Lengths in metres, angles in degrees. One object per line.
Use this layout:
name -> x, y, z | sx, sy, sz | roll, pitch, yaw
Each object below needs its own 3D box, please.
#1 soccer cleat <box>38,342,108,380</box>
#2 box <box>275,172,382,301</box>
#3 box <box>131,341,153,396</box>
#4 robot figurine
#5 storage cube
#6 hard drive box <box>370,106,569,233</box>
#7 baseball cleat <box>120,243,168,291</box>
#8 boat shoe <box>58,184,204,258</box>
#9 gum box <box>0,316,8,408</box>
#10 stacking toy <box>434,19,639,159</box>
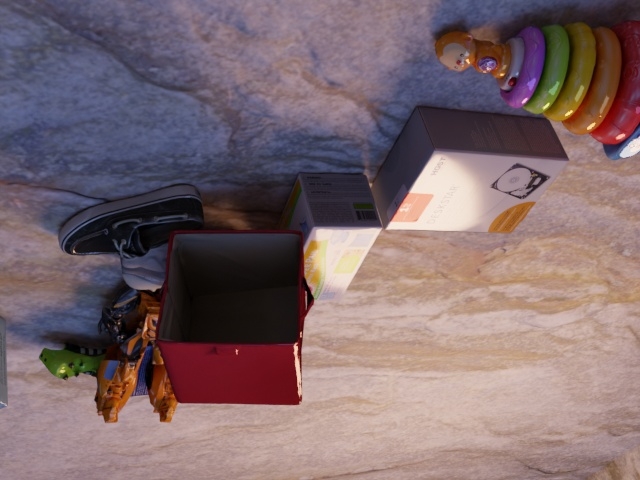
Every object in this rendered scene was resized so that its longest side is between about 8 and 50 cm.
soccer cleat -> -0.413, 0.207, 1.537 | 0.060, 0.072, 0.179 | -61, 154, 9
box -> 0.000, 0.000, 1.353 | 0.114, 0.103, 0.203 | 0, 144, -21
box -> -0.275, 0.226, 1.605 | 0.225, 0.036, 0.136 | -1, 130, -25
robot figurine -> -0.278, 0.186, 1.484 | 0.211, 0.085, 0.291 | 5, 127, -28
storage cube -> -0.115, 0.113, 1.245 | 0.214, 0.184, 0.193 | 1, 145, 1
hard drive box -> 0.219, -0.099, 1.311 | 0.232, 0.089, 0.181 | 1, 142, -23
baseball cleat -> -0.202, 0.026, 1.343 | 0.205, 0.072, 0.109 | -11, 140, -13
boat shoe -> -0.273, -0.014, 1.254 | 0.219, 0.070, 0.078 | -19, 146, 6
gum box -> -0.545, 0.156, 1.317 | 0.041, 0.157, 0.184 | -21, 146, 9
stacking toy -> 0.294, -0.223, 1.136 | 0.301, 0.166, 0.175 | 9, 151, -10
